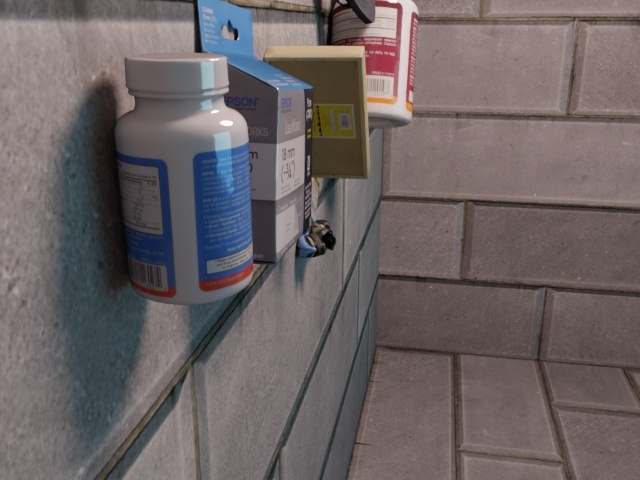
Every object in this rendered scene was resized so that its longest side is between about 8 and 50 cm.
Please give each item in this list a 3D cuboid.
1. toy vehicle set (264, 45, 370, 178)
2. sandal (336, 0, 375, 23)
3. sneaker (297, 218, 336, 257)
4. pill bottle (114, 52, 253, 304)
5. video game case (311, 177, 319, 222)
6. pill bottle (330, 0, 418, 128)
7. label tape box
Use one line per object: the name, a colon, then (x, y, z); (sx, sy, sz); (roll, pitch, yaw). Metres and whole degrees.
toy vehicle set: (0.001, -0.222, 1.181); (0.266, 0.166, 0.035); (83, 15, -47)
sandal: (0.049, -0.583, 1.480); (0.254, 0.055, 0.097); (32, 62, -48)
sneaker: (0.000, 0.000, 1.506); (0.188, 0.078, 0.067); (-59, 151, -71)
pill bottle: (-0.128, -0.061, 0.626); (0.124, 0.124, 0.221); (-61, 154, -68)
video game case: (-0.031, -0.168, 1.431); (0.227, 0.026, 0.206); (59, 36, -71)
pill bottle: (0.135, -0.497, 1.685); (0.224, 0.224, 0.391); (-3, 97, -80)
label tape box: (-0.080, -0.158, 0.920); (0.240, 0.106, 0.333); (-54, 146, -73)
